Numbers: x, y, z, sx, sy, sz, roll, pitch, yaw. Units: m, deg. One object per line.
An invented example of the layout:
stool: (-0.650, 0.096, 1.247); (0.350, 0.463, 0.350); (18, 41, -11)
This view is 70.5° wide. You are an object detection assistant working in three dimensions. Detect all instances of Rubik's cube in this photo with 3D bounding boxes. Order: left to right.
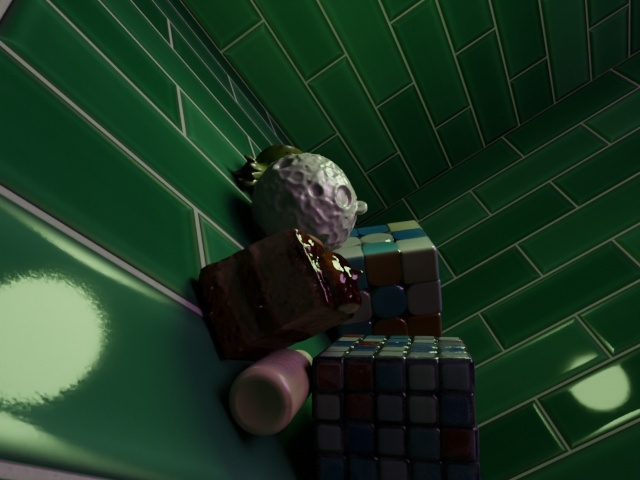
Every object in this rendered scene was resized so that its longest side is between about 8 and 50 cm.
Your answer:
Rubik's cube: (0.211, 0.149, 1.572); (0.347, 0.347, 0.344); (-93, 176, -72)
Rubik's cube: (0.155, 0.349, 0.899); (0.293, 0.287, 0.291); (9, 79, -76)

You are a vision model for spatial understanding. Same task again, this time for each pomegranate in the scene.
pomegranate: (-0.149, -0.228, 1.617); (0.242, 0.242, 0.306); (58, 19, -1)

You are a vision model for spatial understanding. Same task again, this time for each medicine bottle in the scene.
medicine bottle: (-0.071, 0.260, 0.836); (0.114, 0.114, 0.252); (59, 11, 8)

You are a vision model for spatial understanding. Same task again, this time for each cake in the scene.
cake: (-0.063, 0.092, 0.887); (0.196, 0.293, 0.198); (39, 26, -62)

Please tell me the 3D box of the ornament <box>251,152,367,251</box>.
ornament: (-0.058, -0.100, 1.408); (0.337, 0.337, 0.337); (55, 11, -15)
